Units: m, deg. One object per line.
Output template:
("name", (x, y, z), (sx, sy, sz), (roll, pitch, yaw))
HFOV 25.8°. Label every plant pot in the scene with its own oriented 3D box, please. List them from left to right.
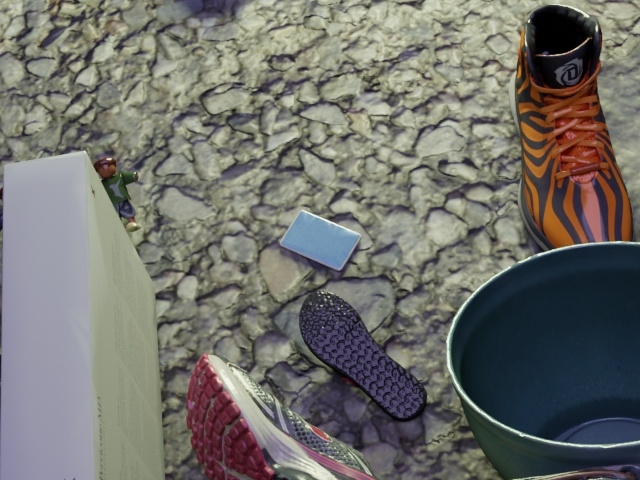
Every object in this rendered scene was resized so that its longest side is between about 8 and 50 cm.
("plant pot", (0.281, 0.165, 1.358), (0.293, 0.196, 0.293), (-10, 35, 7))

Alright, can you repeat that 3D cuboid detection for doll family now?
("doll family", (-0.304, -0.036, 1.647), (0.193, 0.076, 0.111), (-18, 78, -9))

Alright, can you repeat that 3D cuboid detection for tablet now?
("tablet", (0.000, 0.000, 1.629), (0.083, 0.006, 0.054), (23, 65, 20))

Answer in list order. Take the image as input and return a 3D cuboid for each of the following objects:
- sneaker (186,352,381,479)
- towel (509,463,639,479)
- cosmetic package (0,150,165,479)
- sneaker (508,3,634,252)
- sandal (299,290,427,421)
("sneaker", (-0.032, 0.228, 1.448), (0.112, 0.121, 0.299), (-20, 53, -40))
("towel", (0.112, 0.319, 1.276), (0.370, 0.271, 0.040), (-8, 42, 3))
("cosmetic package", (-0.234, 0.145, 1.410), (0.097, 0.284, 0.377), (-8, 58, 2))
("sneaker", (0.272, -0.128, 1.569), (0.125, 0.180, 0.321), (-13, 59, 0))
("sandal", (0.042, 0.130, 1.533), (0.067, 0.040, 0.179), (-42, 78, -11))
